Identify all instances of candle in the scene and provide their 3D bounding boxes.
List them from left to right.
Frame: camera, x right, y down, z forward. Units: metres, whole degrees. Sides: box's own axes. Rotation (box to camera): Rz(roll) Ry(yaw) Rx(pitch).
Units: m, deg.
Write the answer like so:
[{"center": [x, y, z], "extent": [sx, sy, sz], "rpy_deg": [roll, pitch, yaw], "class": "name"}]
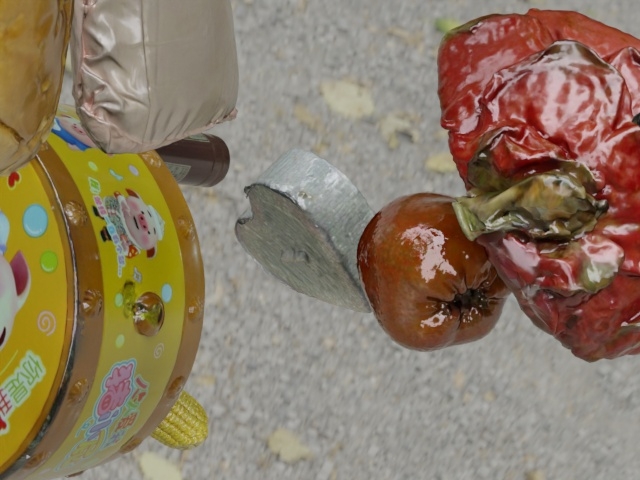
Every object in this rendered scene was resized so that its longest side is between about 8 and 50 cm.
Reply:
[{"center": [0.000, 0.000, 1.485], "extent": [0.168, 0.192, 0.068], "rpy_deg": [39, 68, 3], "class": "candle"}]

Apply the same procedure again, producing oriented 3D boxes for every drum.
[{"center": [-0.344, 0.052, 1.586], "extent": [0.431, 0.431, 0.214], "rpy_deg": [54, 26, 20], "class": "drum"}]

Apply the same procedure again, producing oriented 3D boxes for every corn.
[{"center": [-0.210, 0.177, 1.767], "extent": [0.206, 0.067, 0.067], "rpy_deg": [38, 55, -26], "class": "corn"}]

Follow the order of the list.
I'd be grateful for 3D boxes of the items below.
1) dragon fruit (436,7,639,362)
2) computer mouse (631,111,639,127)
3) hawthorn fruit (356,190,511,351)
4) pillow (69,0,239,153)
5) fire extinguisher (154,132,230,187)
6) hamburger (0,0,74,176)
[{"center": [0.222, -0.036, 1.157], "extent": [0.317, 0.152, 0.205], "rpy_deg": [47, 41, -15], "class": "dragon fruit"}, {"center": [0.260, -0.086, 0.869], "extent": [0.099, 0.172, 0.057], "rpy_deg": [-18, 84, -58], "class": "computer mouse"}, {"center": [0.095, 0.018, 1.285], "extent": [0.133, 0.133, 0.138], "rpy_deg": [-20, 36, -19], "class": "hawthorn fruit"}, {"center": [-0.118, -0.191, 1.047], "extent": [0.067, 0.270, 0.173], "rpy_deg": [11, 27, 32], "class": "pillow"}, {"center": [-0.220, -0.105, 1.903], "extent": [0.231, 0.099, 0.071], "rpy_deg": [2, 79, -53], "class": "fire extinguisher"}, {"center": [-0.200, -0.149, 0.763], "extent": [0.155, 0.282, 0.245], "rpy_deg": [4, 80, -6], "class": "hamburger"}]
